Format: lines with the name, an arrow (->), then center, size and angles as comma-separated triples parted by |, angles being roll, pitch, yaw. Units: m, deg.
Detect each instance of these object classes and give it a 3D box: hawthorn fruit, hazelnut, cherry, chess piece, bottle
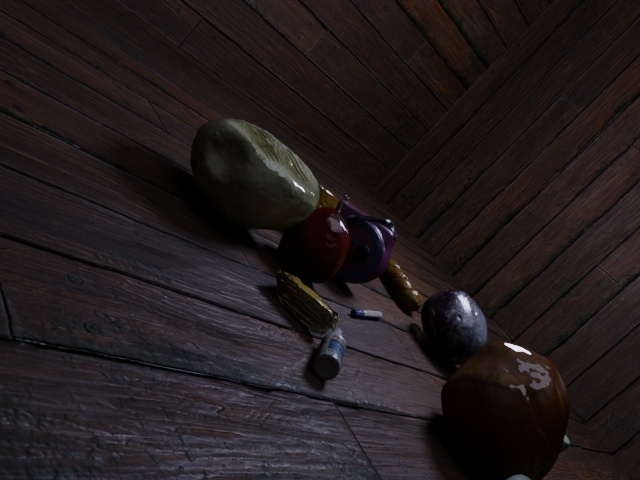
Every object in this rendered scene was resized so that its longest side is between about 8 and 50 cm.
hawthorn fruit -> 0.000, 0.000, 1.698 | 0.190, 0.251, 0.189 | 35, -15, 11
hazelnut -> 0.470, 0.439, 1.558 | 0.372, 0.316, 0.372 | 30, 51, -46
cherry -> 0.464, 0.300, 2.135 | 0.296, 0.218, 0.255 | -90, 156, -56
chess piece -> 0.335, 0.310, 2.124 | 0.035, 0.035, 0.092 | 37, 11, -27
bottle -> 0.025, 0.238, 1.347 | 0.060, 0.060, 0.217 | 43, 12, -3

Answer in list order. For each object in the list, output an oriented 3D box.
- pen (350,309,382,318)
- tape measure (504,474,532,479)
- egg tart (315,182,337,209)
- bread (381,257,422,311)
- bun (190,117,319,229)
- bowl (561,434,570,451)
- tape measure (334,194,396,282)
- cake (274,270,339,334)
pen -> 0.138, 0.221, 1.830 | 0.025, 0.025, 0.204 | 49, 15, 24
tape measure -> 0.415, 0.604, 1.211 | 0.243, 0.125, 0.246 | 56, 19, 24
egg tart -> -0.051, -0.109, 1.997 | 0.215, 0.170, 0.215 | 36, -2, 1
bread -> 0.299, 0.157, 2.400 | 0.124, 0.084, 0.344 | 62, -1, -37
bun -> -0.182, -0.155, 1.599 | 0.353, 0.227, 0.349 | 25, 21, -42
bowl -> 0.587, 0.538, 1.855 | 0.307, 0.163, 0.307 | 41, 12, -11
tape measure -> 0.116, 0.013, 1.933 | 0.232, 0.245, 0.149 | 35, 5, 17
cake -> -0.039, 0.149, 1.455 | 0.185, 0.079, 0.116 | 34, -1, 5
